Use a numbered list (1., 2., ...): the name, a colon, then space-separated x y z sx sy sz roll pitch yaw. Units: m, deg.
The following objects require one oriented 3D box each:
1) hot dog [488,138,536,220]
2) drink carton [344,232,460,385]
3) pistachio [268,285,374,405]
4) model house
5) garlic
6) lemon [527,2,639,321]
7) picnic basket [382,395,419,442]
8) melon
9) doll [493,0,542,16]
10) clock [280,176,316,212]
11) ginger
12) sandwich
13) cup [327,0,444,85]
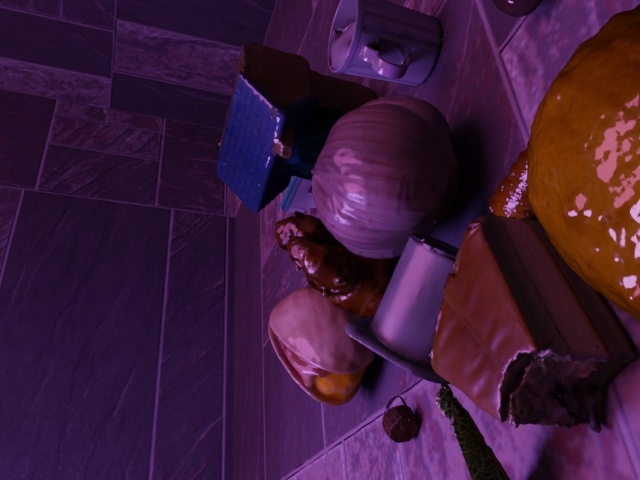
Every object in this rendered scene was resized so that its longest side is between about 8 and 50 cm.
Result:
1. hot dog: 0.318 -0.126 0.773 0.289 0.068 0.083 116 147 -41
2. drink carton: 0.182 0.102 0.928 0.191 0.185 0.189 29 100 28
3. pistachio: 0.002 0.234 1.329 0.309 0.230 0.229 58 138 49
4. model house: -0.049 -0.237 1.412 0.342 0.382 0.334 -99 24 -45
5. garlic: 0.110 -0.114 1.027 0.317 0.259 0.317 -37 -46 -51
6. lemon: 0.317 -0.044 0.448 0.316 0.285 0.285 61 150 15
7. picnic basket: 0.146 0.342 1.107 0.083 0.072 0.072 -121 42 -63
8. melon: 0.226 0.299 0.743 0.053 0.261 0.114 -26 7 26
9. doll: 0.320 -0.396 0.839 0.188 0.096 0.145 -116 31 -43
10. clock: -0.039 -0.246 1.832 0.262 0.116 0.231 121 155 -48
11. ginger: 0.037 0.043 1.220 0.357 0.274 0.152 -127 52 -65
12. sandwich: 0.267 0.095 0.707 0.198 0.155 0.227 -150 69 -68
13. cup: 0.134 -0.397 1.204 0.167 0.202 0.221 137 137 -62
